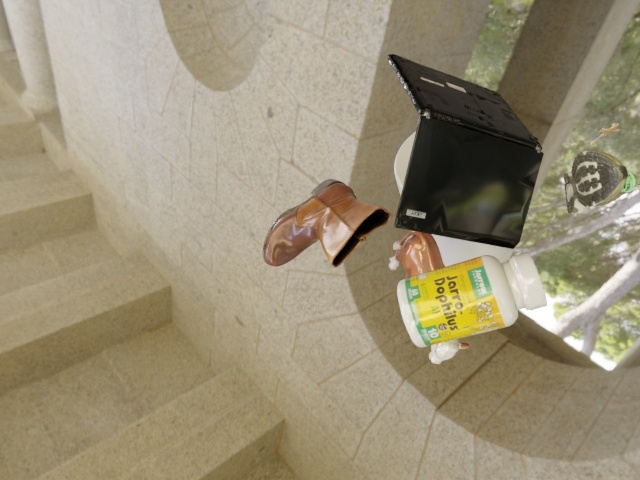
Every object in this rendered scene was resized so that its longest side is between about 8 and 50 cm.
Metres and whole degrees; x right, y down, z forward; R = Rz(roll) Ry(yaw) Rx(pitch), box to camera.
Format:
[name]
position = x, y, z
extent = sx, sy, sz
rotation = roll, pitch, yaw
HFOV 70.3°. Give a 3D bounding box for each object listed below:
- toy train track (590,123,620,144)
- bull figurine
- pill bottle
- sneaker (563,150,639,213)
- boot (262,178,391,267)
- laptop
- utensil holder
[toy train track]
position = 0.666, -0.253, 1.069
extent = 0.048, 0.083, 0.014
rotation = -2, -110, -8
[bull figurine]
position = 0.247, 0.122, 1.057
extent = 0.101, 0.310, 0.188
rotation = -14, -174, -13
[pill bottle]
position = 0.239, 0.091, 0.728
extent = 0.208, 0.117, 0.117
rotation = -19, -147, 18
[sneaker]
position = 0.819, -0.174, 1.286
extent = 0.182, 0.158, 0.410
rotation = -9, 177, 18
[boot]
position = 0.000, 0.000, 0.957
extent = 0.264, 0.096, 0.280
rotation = -39, -153, 0
[laptop]
position = 0.209, -0.142, 0.715
extent = 0.234, 0.136, 0.264
rotation = 9, -136, -24
[utensil holder]
position = 0.406, -0.116, 1.335
extent = 0.328, 0.385, 0.327
rotation = -11, -126, 16
